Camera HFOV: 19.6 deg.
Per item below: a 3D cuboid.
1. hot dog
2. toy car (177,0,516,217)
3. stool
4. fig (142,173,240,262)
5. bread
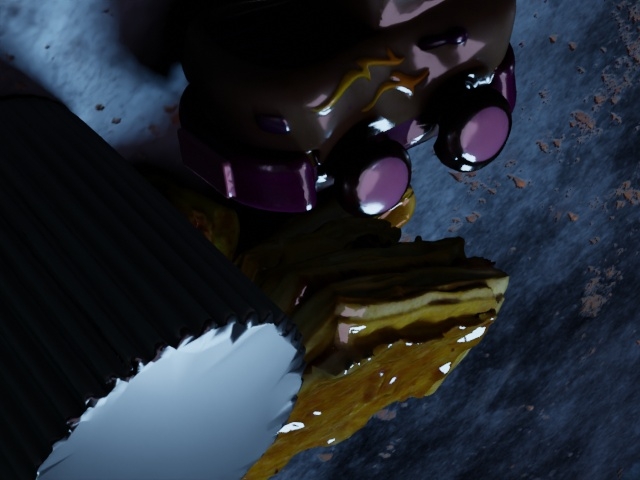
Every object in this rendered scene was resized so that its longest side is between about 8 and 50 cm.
[{"bbox_3d":[0.000,0.000,2.080,0.269,0.072,0.109,-35,152,-11],"label":"hot dog"},{"bbox_3d":[0.024,-0.191,1.695,0.340,0.271,0.240,-28,130,-24],"label":"toy car"},{"bbox_3d":[-0.223,0.070,1.625,0.297,0.330,0.297,-31,148,-22],"label":"stool"},{"bbox_3d":[-0.164,0.017,1.842,0.166,0.144,0.154,-55,-173,36],"label":"fig"},{"bbox_3d":[-0.014,0.118,1.975,0.314,0.191,0.370,-10,150,-47],"label":"bread"}]
